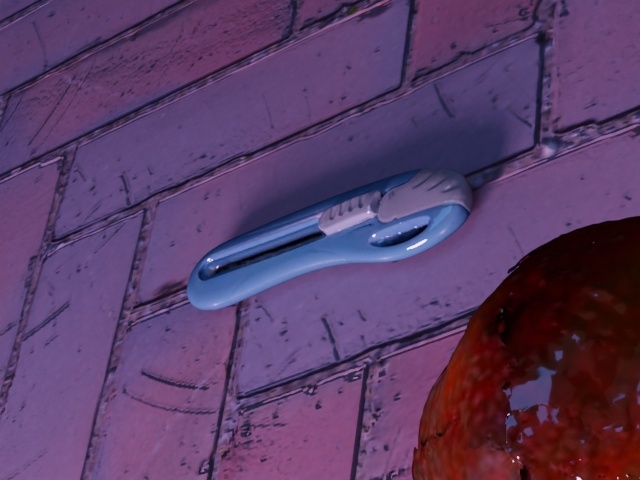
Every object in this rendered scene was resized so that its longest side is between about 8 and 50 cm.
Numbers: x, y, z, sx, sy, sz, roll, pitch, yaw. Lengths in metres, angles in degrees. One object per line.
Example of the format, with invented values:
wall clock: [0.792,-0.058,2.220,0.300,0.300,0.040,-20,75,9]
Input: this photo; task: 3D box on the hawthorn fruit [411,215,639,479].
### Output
hawthorn fruit: [0.156,0.070,0.810,0.235,0.181,0.181,-40,32,-14]

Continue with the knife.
knife: [0.000,0.000,1.150,0.222,0.031,0.064,-19,46,35]
